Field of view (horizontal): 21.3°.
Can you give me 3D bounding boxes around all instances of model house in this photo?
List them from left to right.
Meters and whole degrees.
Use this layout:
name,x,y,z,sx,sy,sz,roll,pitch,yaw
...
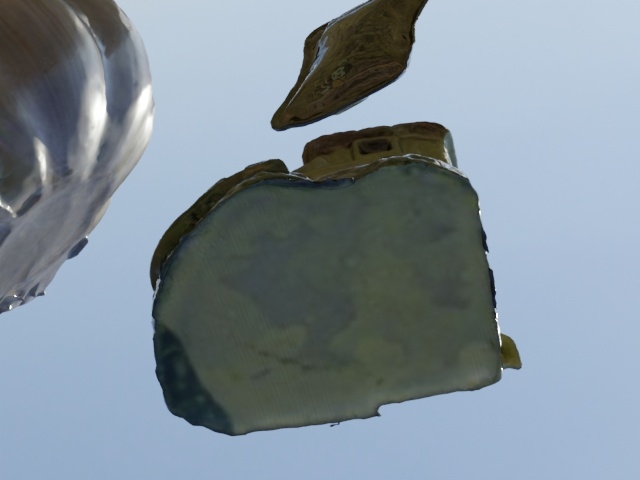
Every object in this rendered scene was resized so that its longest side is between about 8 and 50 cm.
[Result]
name,x,y,z,sx,sy,sz,roll,pitch,yaw
model house,0.000,0.000,1.578,0.321,0.261,0.266,-10,-153,1

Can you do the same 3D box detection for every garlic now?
name,x,y,z,sx,sy,sz,roll,pitch,yaw
garlic,-0.191,-0.056,0.926,0.228,0.152,0.228,-49,171,-11

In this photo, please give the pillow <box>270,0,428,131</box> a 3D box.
name,x,y,z,sx,sy,sz,roll,pitch,yaw
pillow,0.028,-0.147,1.316,0.130,0.033,0.217,-22,-157,23
